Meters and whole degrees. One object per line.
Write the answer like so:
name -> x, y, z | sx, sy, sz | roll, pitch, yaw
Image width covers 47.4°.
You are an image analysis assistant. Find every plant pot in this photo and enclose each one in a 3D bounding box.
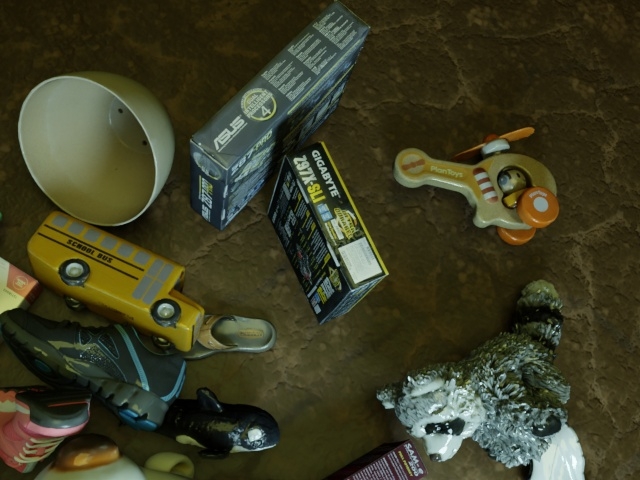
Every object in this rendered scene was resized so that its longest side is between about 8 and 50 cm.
plant pot -> -0.386, -0.196, 1.372 | 0.284, 0.284, 0.191 | 34, 35, 0

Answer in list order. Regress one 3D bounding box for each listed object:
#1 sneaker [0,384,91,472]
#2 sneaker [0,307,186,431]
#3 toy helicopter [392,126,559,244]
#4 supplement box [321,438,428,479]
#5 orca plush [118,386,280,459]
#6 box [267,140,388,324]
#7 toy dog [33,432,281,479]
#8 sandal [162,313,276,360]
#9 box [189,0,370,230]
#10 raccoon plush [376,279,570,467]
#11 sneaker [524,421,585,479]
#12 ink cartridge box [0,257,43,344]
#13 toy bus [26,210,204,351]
sneaker -> -0.455, 0.310, 1.184 | 0.115, 0.313, 0.136 | 4, 81, -38
sneaker -> -0.397, 0.199, 1.271 | 0.340, 0.125, 0.140 | 28, 56, 4
toy helicopter -> 0.328, -0.143, 1.545 | 0.354, 0.140, 0.235 | 11, 69, -5
supplement box -> 0.059, 0.444, 1.300 | 0.239, 0.130, 0.073 | -25, 81, -23
orca plush -> -0.211, 0.292, 1.294 | 0.287, 0.151, 0.102 | 14, 112, 20
box -> 0.000, 0.000, 1.335 | 0.079, 0.322, 0.257 | -25, 79, -16
toy dog -> -0.259, 0.468, 1.115 | 0.407, 0.395, 0.285 | 24, 79, -12
sandal -> -0.189, 0.180, 1.380 | 0.219, 0.060, 0.090 | 3, 73, -10
box -> -0.087, -0.226, 1.390 | 0.097, 0.318, 0.395 | 40, 71, 2
raccoon plush -> 0.285, 0.226, 1.401 | 0.299, 0.216, 0.447 | 26, 41, -8
sneaker -> 0.461, 0.500, 1.403 | 0.129, 0.111, 0.297 | -16, 72, 1
ink cartridge box -> -0.611, 0.130, 1.309 | 0.115, 0.067, 0.198 | 32, 70, -1
toy bus -> -0.364, 0.077, 1.326 | 0.332, 0.108, 0.130 | 23, 54, 4
